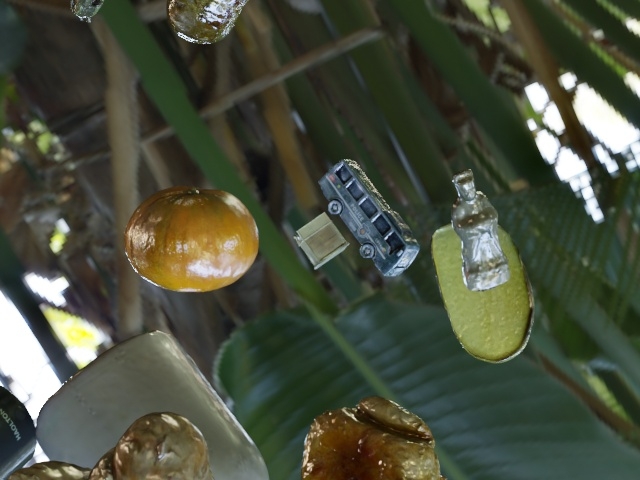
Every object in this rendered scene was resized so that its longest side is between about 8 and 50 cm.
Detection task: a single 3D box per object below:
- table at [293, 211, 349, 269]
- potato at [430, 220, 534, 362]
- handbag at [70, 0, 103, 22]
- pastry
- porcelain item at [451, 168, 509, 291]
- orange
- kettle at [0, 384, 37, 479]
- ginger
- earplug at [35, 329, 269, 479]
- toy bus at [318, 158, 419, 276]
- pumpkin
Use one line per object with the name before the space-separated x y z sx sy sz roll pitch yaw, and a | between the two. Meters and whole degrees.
table | 0.000 0.000 2.504 0.079 0.083 0.062 -35 176 -14
potato | 0.306 0.092 2.278 0.160 0.272 0.111 -19 170 8
handbag | -0.342 -0.369 1.833 0.111 0.047 0.072 -49 -144 44
pastry | 0.065 0.342 1.787 0.218 0.100 0.229 41 -73 30
porcelain item | 0.260 -0.023 2.040 0.081 0.216 0.069 -15 -150 0
orange | -0.226 -0.008 2.157 0.240 0.171 0.240 -2 -163 1
kettle | -0.667 0.378 2.166 0.203 0.262 0.308 8 -153 18
ginger | -0.280 0.344 1.589 0.375 0.256 0.176 -20 -130 22
earplug | -0.273 0.403 2.176 0.312 0.313 0.394 -34 -114 -16
toy bus | 0.064 -0.030 1.632 0.065 0.166 0.047 -45 158 22
pumpkin | -0.205 -0.467 2.242 0.219 0.162 0.219 -52 -165 19
